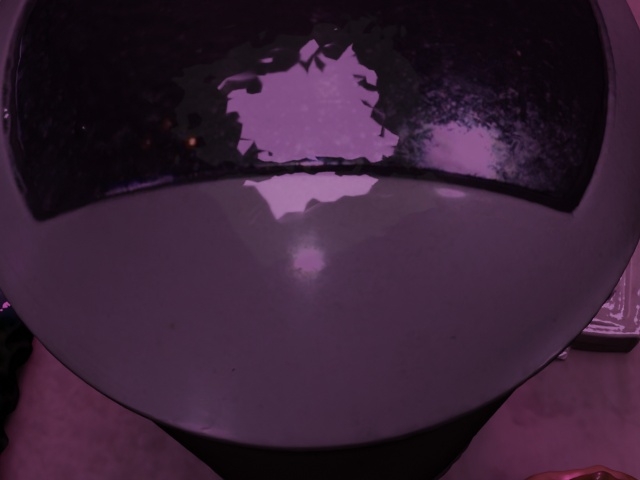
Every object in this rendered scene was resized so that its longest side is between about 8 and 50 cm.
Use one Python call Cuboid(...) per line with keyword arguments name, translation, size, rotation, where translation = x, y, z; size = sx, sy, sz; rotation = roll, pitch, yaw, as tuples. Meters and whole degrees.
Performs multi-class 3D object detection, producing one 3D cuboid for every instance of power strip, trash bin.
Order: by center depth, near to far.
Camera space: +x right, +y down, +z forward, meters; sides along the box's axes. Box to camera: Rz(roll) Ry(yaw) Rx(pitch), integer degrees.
Cuboid(name="trash bin", translation=(0.000, 0.000, 0.545), size=(0.280, 0.432, 0.281), rotation=(-1, 68, 2))
Cuboid(name="power strip", translation=(0.200, 0.002, 0.748), size=(0.075, 0.042, 0.175), rotation=(7, 67, 6))

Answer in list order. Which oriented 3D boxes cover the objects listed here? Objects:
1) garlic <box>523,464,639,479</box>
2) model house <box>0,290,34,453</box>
Cuboid(name="garlic", translation=(0.135, 0.297, 0.544), size=(0.151, 0.196, 0.339), rotation=(-2, 62, 19))
Cuboid(name="model house", translation=(-0.400, 0.029, 0.568), size=(0.394, 0.400, 0.446), rotation=(11, 67, 9))
